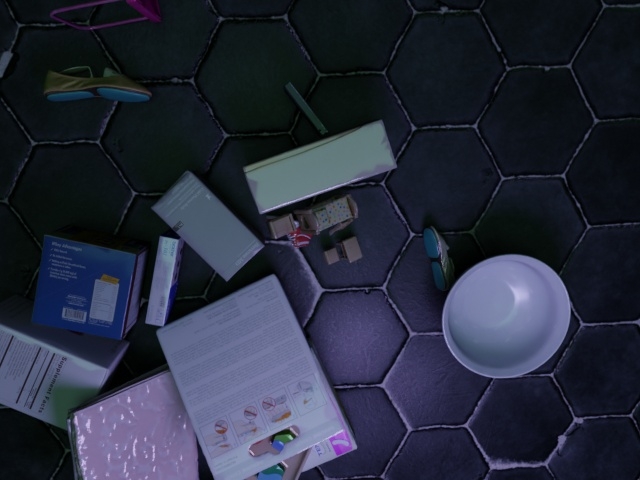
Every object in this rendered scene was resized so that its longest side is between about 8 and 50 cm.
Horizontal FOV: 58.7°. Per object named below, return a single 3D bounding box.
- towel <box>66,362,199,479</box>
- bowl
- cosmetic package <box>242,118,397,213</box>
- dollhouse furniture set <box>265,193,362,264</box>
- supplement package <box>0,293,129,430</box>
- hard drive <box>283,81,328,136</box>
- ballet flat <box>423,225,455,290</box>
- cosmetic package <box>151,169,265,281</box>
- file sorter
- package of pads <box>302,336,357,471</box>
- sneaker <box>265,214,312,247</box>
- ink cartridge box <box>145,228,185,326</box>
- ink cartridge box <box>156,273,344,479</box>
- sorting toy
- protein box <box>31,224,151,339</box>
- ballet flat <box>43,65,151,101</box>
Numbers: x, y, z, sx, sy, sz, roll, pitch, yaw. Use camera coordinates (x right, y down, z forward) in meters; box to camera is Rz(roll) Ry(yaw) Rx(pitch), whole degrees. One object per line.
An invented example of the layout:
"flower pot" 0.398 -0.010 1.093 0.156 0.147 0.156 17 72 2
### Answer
"towel" -0.413 0.476 1.300 0.054 0.317 0.331 4 101 36
"bowl" 0.419 0.164 1.351 0.298 0.134 0.297 0 100 -3
"cosmetic package" -0.004 -0.165 1.258 0.310 0.160 0.113 -20 100 0
"dollhouse furniture set" 0.000 0.000 1.284 0.182 0.101 0.160 -24 102 -22
"supplement package" -0.624 0.275 1.296 0.293 0.177 0.175 25 98 -8
"hard drive" -0.033 -0.290 1.265 0.022 0.094 0.135 -38 100 5
"ballet flat" 0.289 0.038 1.371 0.052 0.057 0.168 -22 106 -27
"cosmetic package" -0.249 -0.035 1.298 0.238 0.107 0.127 44 93 -6
"file sorter" -0.460 -0.591 1.136 0.182 0.202 0.290 -10 101 0
"package of pads" -0.069 0.417 1.389 0.229 0.101 0.296 -24 100 2
"sneaker" -0.077 -0.020 1.339 0.119 0.042 0.066 15 96 -8
"ink cartridge box" -0.356 0.084 1.316 0.046 0.097 0.206 12 100 -4
"ink cartridge box" -0.159 0.311 1.298 0.308 0.091 0.384 -25 78 -1
"sorting toy" -0.135 0.490 1.329 0.208 0.038 0.192 22 106 -1
"protein box" -0.513 0.091 1.289 0.200 0.136 0.201 12 100 -5
"ballet flat" -0.488 -0.346 1.244 0.233 0.080 0.073 -1 85 -4
